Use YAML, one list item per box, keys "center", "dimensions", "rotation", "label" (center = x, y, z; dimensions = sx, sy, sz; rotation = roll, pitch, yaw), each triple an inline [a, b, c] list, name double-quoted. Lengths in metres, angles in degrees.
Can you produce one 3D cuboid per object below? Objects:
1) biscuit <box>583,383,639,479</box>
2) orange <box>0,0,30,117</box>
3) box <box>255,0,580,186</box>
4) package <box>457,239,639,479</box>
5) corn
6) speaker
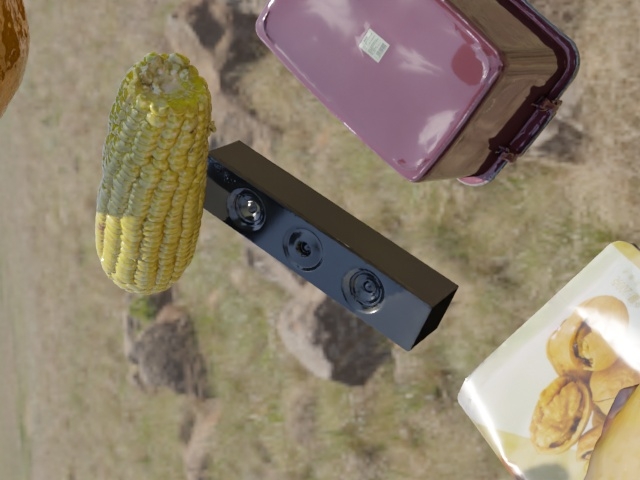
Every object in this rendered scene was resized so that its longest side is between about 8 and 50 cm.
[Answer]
- center: [0.232, 0.121, 0.337]
  dimensions: [0.102, 0.296, 0.296]
  rotation: [149, 118, -81]
  label: "biscuit"
- center: [-0.254, -0.126, 0.630]
  dimensions: [0.177, 0.155, 0.177]
  rotation: [-12, -90, -75]
  label: "orange"
- center: [0.089, -0.196, 1.072]
  dimensions: [0.294, 0.167, 0.193]
  rotation: [45, 117, 17]
  label: "box"
- center: [0.301, 0.187, 0.906]
  dimensions: [0.221, 0.165, 0.311]
  rotation: [-45, 45, 3]
  label: "package"
- center: [-0.103, -0.032, 0.659]
  dimensions: [0.206, 0.067, 0.067]
  rotation: [112, 151, -54]
  label: "corn"
- center: [0.000, 0.000, 0.725]
  dimensions: [0.191, 0.046, 0.040]
  rotation: [34, 121, 19]
  label: "speaker"
